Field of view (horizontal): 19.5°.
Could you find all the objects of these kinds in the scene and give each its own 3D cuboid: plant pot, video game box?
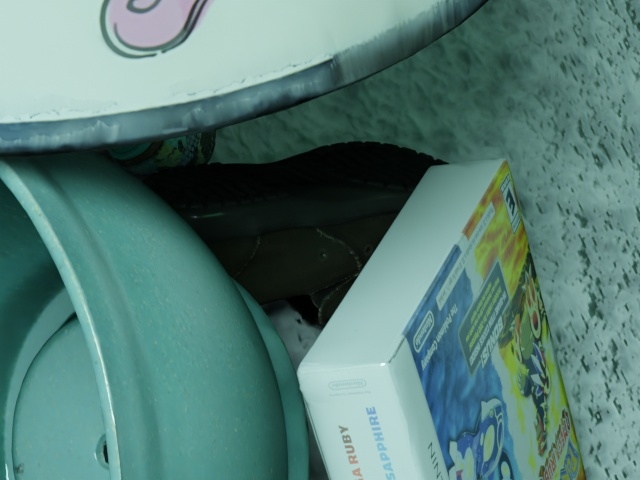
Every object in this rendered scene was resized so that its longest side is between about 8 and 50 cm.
[{"bbox_3d":[-0.127,0.086,0.729,0.196,0.293,0.293,1,68,-56],"label":"plant pot"},{"bbox_3d":[0.063,0.088,0.847,0.205,0.048,0.187,-55,135,-57],"label":"video game box"}]

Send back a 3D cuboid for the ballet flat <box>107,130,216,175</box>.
[{"bbox_3d":[-0.087,-0.117,0.941,0.070,0.070,0.188,2,72,-27],"label":"ballet flat"}]

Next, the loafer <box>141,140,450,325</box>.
[{"bbox_3d":[0.000,0.000,0.935,0.220,0.080,0.078,-5,113,-34],"label":"loafer"}]

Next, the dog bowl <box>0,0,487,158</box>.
[{"bbox_3d":[-0.118,-0.197,0.701,0.408,0.150,0.408,0,35,0],"label":"dog bowl"}]
